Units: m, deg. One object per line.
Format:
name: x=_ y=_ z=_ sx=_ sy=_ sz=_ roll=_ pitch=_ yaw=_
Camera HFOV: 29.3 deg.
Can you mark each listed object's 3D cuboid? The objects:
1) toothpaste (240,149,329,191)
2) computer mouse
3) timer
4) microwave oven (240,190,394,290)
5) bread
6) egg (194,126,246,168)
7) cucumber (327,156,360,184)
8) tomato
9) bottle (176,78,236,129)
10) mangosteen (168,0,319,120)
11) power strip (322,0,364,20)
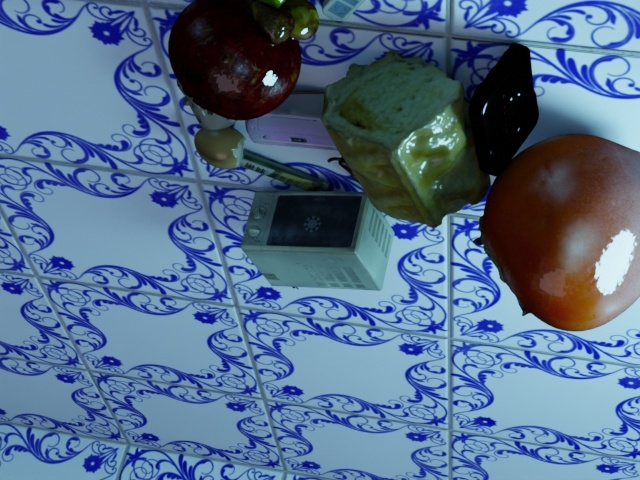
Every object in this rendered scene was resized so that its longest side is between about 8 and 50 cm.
toothpaste: x=-0.081 y=-0.131 z=2.311 sx=0.204 sy=0.032 sz=0.049 roll=20 pitch=153 yaw=-15
computer mouse: x=-0.009 y=-0.205 z=2.132 sx=0.245 sy=0.056 sz=0.126 roll=4 pitch=147 yaw=3
timer: x=0.294 y=-0.201 z=1.927 sx=0.055 sy=0.144 sz=0.187 roll=27 pitch=157 yaw=29
microwave oven: x=0.000 y=0.000 z=2.367 sx=0.240 sy=0.145 sz=0.194 roll=1 pitch=154 yaw=24
bread: x=0.150 y=-0.162 z=2.004 sx=0.238 sy=0.196 sz=0.252 roll=19 pitch=153 yaw=28
egg: x=-0.184 y=-0.172 z=2.240 sx=0.096 sy=0.080 sz=0.080 roll=10 pitch=149 yaw=2
cucumber: x=0.083 y=-0.118 z=2.261 sx=0.163 sy=0.043 sz=0.039 roll=36 pitch=-175 yaw=-27
tomato: x=0.423 y=-0.022 z=2.018 sx=0.321 sy=0.322 sz=0.321 roll=11 pitch=149 yaw=6
bottle: x=-0.195 y=-0.270 z=2.082 sx=0.098 sy=0.099 sz=0.152 roll=-2 pitch=139 yaw=26
mangosteen: x=-0.109 y=-0.310 z=1.895 sx=0.257 sy=0.215 sz=0.215 roll=-43 pitch=124 yaw=15
power strip: x=0.059 y=-0.386 z=1.841 sx=0.047 sy=0.030 sz=0.191 roll=26 pitch=148 yaw=-19
